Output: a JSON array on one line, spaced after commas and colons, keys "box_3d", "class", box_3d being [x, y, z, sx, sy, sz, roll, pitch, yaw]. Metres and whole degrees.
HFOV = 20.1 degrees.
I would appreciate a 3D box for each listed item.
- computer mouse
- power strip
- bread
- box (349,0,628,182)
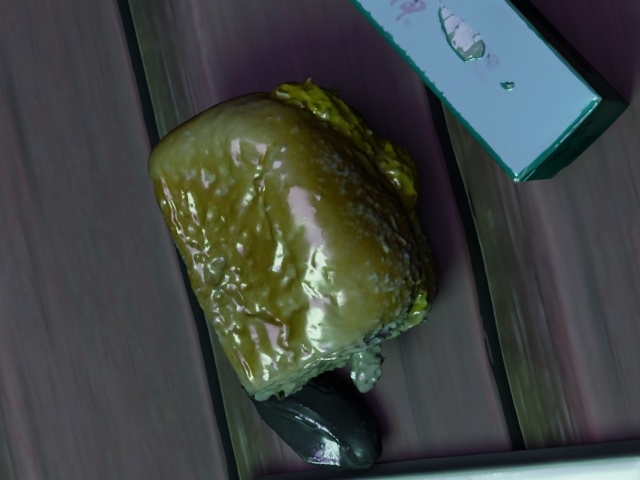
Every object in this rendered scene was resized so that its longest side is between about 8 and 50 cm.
[{"box_3d": [-0.004, 0.136, 1.477, 0.135, 0.079, 0.047, 35, 122, 23], "class": "computer mouse"}, {"box_3d": [0.116, 0.222, 1.452, 0.385, 0.062, 0.091, -8, 93, 19], "class": "power strip"}, {"box_3d": [0.000, 0.000, 1.409, 0.176, 0.195, 0.246, -24, 87, 24], "class": "bread"}, {"box_3d": [0.114, -0.162, 1.384, 0.092, 0.153, 0.245, -44, 81, 15], "class": "box"}]
